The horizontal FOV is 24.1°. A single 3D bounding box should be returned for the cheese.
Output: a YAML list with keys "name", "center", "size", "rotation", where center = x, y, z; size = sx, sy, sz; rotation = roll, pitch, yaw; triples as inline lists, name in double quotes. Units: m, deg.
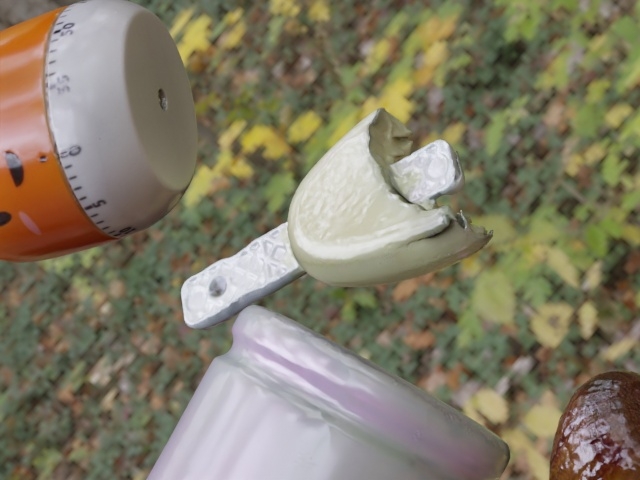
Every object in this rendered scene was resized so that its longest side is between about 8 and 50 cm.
- name: "cheese"
  center: [-0.001, 0.000, 0.994]
  size: [0.235, 0.050, 0.127]
  rotation: [-31, 53, 26]

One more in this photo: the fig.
- name: "fig"
  center: [0.243, 0.214, 1.311]
  size: [0.146, 0.134, 0.201]
  rotation: [-20, -31, -48]

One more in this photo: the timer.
- name: "timer"
  center: [-0.121, -0.045, 0.636]
  size: [0.136, 0.099, 0.136]
  rotation: [-12, 18, 4]

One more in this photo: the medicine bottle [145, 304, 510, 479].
- name: "medicine bottle"
  center: [-0.037, 0.221, 0.953]
  size: [0.316, 0.202, 0.202]
  rotation: [-60, 4, -5]
